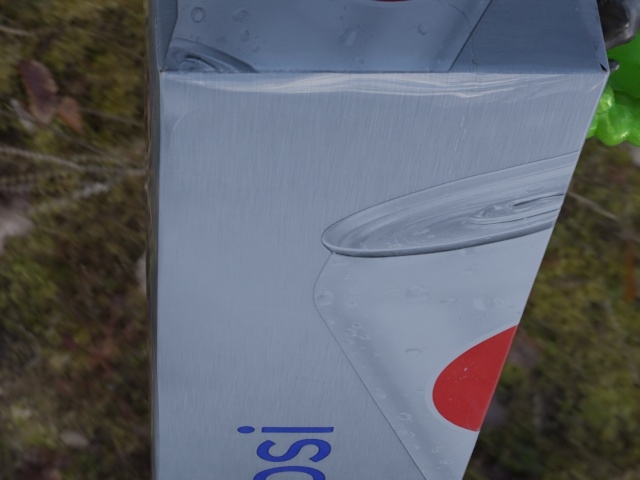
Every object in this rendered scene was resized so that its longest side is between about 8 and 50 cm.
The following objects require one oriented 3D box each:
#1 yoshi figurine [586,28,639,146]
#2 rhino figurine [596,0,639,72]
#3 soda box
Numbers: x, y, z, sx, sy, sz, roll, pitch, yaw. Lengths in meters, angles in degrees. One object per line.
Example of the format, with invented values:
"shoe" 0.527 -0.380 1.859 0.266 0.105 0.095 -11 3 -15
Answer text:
"yoshi figurine" 0.133 -0.169 0.979 0.203 0.362 0.203 61 36 -51
"rhino figurine" 0.122 -0.137 0.747 0.106 0.243 0.073 -25 118 29
"soda box" 0.000 0.000 0.517 0.098 0.091 0.286 -1 150 -6
